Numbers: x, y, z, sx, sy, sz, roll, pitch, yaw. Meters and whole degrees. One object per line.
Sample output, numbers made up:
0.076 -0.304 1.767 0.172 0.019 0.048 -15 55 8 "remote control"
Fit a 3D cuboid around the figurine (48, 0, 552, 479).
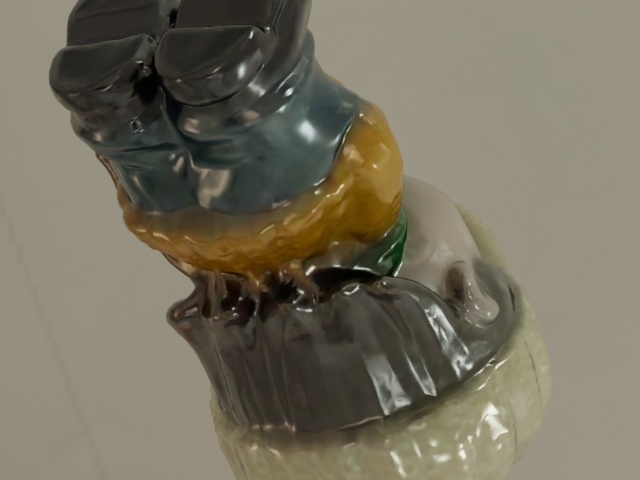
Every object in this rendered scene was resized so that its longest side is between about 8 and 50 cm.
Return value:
-0.010 0.021 0.861 0.332 0.185 0.205 41 53 -53 "figurine"
